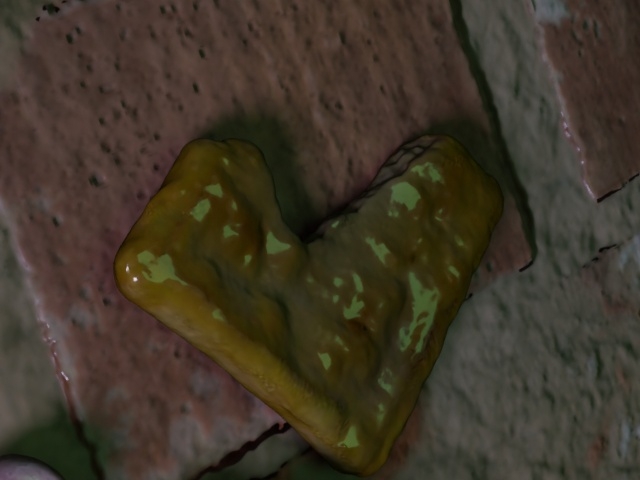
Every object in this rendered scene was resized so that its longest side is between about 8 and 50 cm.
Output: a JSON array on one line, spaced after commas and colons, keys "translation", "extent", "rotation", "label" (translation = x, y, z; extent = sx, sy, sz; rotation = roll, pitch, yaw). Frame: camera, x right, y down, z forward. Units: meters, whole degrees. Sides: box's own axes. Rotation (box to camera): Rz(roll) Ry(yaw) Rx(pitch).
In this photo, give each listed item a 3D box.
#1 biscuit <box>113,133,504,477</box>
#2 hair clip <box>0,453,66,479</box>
[{"translation": [0.000, 0.000, 0.732], "extent": [0.183, 0.039, 0.174], "rotation": [39, 67, -32], "label": "biscuit"}, {"translation": [-0.084, 0.166, 0.643], "extent": [0.257, 0.075, 0.146], "rotation": [16, 83, -33], "label": "hair clip"}]
